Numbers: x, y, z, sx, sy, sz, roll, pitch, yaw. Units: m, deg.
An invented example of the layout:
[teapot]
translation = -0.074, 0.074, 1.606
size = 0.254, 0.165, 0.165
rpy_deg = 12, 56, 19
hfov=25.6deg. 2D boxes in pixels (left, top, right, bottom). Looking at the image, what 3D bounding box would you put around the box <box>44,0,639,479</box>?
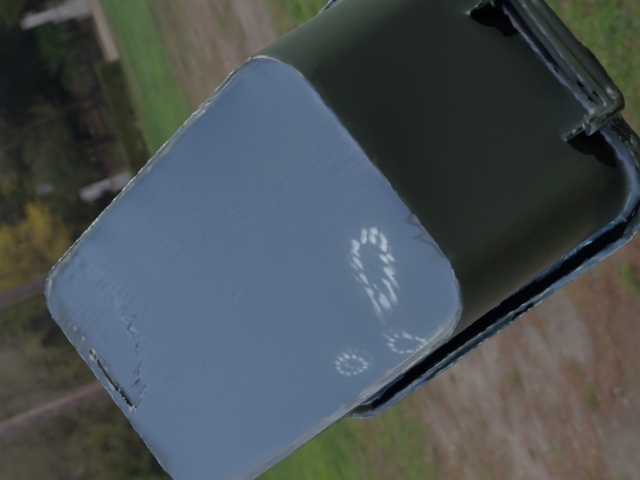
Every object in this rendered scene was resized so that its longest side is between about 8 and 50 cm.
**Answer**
[box]
translation = 0.000, 0.000, 0.597
size = 0.163, 0.135, 0.243
rpy_deg = 53, 133, 3
